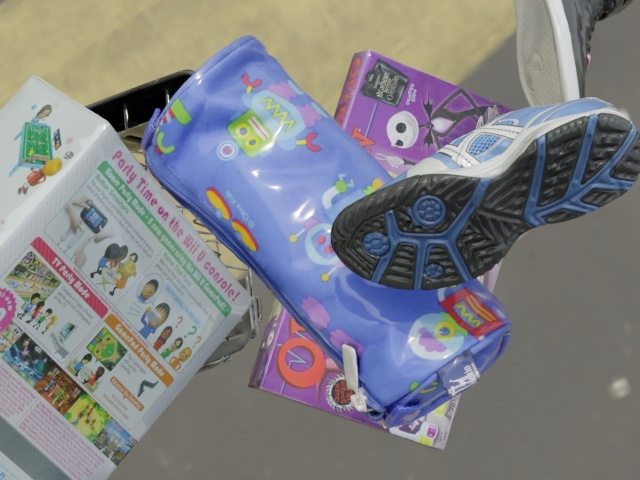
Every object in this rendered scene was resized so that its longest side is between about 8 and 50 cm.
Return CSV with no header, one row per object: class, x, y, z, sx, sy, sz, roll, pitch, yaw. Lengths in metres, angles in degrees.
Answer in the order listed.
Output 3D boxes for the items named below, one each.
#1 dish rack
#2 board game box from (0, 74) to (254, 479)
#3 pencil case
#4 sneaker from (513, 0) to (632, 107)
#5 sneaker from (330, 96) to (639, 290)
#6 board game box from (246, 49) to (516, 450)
dish rack,-0.159,-0.004,1.809,0.074,0.208,0.271,16,62,-55
board game box,-0.213,0.079,1.290,0.303,0.097,0.224,-49,139,-11
pencil case,0.000,0.000,1.354,0.133,0.119,0.306,-34,76,-32
sneaker,0.295,-0.248,2.145,0.147,0.104,0.296,2,65,-21
sneaker,0.107,-0.032,1.251,0.081,0.211,0.080,-87,155,-66
board game box,0.077,0.011,1.887,0.208,0.056,0.347,19,83,-16
